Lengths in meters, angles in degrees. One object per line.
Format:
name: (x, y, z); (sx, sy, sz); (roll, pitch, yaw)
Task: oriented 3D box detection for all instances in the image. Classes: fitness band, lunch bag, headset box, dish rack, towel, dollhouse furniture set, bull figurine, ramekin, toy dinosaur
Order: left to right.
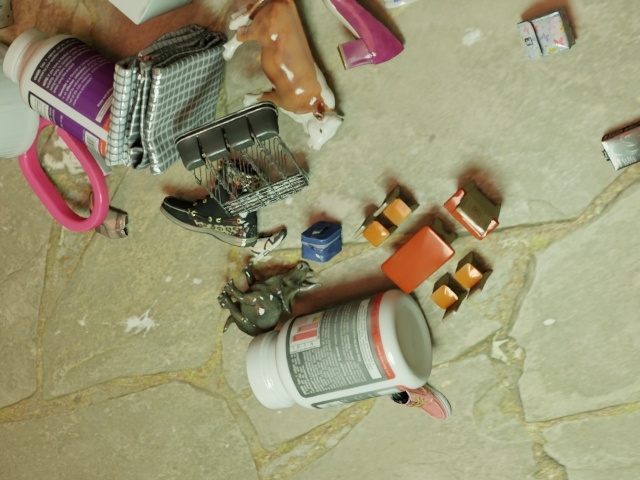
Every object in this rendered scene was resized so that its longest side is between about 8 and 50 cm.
ramekin: (-0.785, -0.310, 1.951); (0.277, 0.135, 0.277); (12, 112, 30)
fitness band: (-0.592, -0.156, 1.992); (0.209, 0.054, 0.290); (-40, 83, 33)
towel: (-0.290, -0.276, 1.681); (0.121, 0.283, 0.235); (24, 124, 11)
dish rack: (-0.142, -0.146, 1.695); (0.208, 0.271, 0.074); (-20, 63, 9)
toy dinosaur: (-0.149, 0.156, 1.937); (0.160, 0.121, 0.313); (42, 124, 3)
bull figurine: (-0.071, -0.323, 1.665); (0.189, 0.101, 0.310); (-5, 113, 29)
lunch bag: (0.000, 0.000, 1.801); (0.067, 0.098, 0.065); (11, 117, 25)
dollhouse furniture set: (0.223, 0.007, 1.678); (0.262, 0.135, 0.259); (43, 125, -1)
lunch bag: (0.383, -0.351, 1.471); (0.083, 0.053, 0.071); (-9, 110, 38)
headset box: (0.537, -0.165, 1.508); (0.083, 0.032, 0.062); (-23, 104, 30)

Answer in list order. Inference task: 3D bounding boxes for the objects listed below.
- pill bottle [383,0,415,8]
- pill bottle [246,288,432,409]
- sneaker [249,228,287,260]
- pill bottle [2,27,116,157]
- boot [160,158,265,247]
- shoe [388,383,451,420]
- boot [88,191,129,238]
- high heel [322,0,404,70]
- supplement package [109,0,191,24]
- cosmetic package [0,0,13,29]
pill bottle: (0.132, -0.483, 1.502); (0.078, 0.078, 0.137); (-9, 112, 28)
pill bottle: (0.036, 0.243, 1.830); (0.363, 0.210, 0.210); (-17, 107, 27)
sneaker: (-0.117, 0.004, 1.892); (0.109, 0.040, 0.043); (-37, 94, 34)
pill bottle: (-0.501, -0.313, 1.821); (0.323, 0.181, 0.181); (34, 124, 6)
boot: (-0.231, -0.102, 1.870); (0.237, 0.085, 0.178); (21, 117, 16)
shoe: (0.209, 0.348, 1.894); (0.178, 0.081, 0.063); (45, 125, -2)
boot: (-0.499, -0.059, 2.041); (0.087, 0.042, 0.118); (3, 117, 16)
high heel: (0.067, -0.440, 1.574); (0.117, 0.082, 0.244); (-18, 94, -2)
supplement package: (-0.303, -0.541, 1.598); (0.149, 0.203, 0.194); (40, 124, 1)
cosmetic package: (-0.842, -0.563, 1.892); (0.310, 0.113, 0.160); (13, 120, 17)
